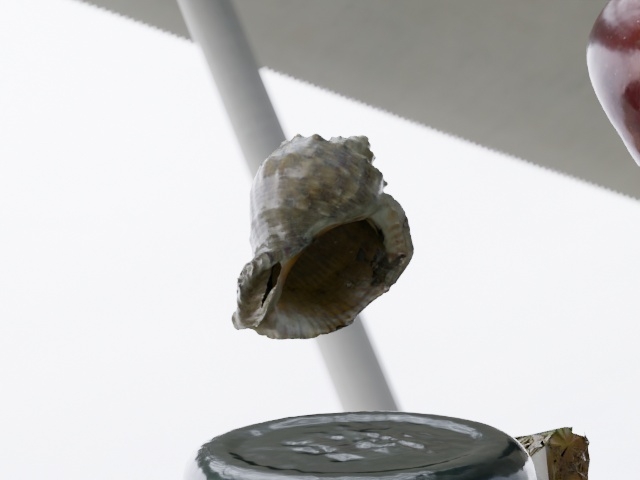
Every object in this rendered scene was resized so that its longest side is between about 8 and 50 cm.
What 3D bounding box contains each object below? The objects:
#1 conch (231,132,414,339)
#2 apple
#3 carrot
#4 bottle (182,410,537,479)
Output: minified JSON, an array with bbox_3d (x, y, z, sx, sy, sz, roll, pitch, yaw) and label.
[{"bbox_3d":[0.000,0.000,1.374,0.207,0.155,0.130,-61,-7,-15],"label":"conch"},{"bbox_3d":[0.364,-0.159,1.485,0.201,0.218,0.218,-26,-30,9],"label":"apple"},{"bbox_3d":[0.084,0.174,1.080,0.228,0.069,0.069,-19,-21,40],"label":"carrot"},{"bbox_3d":[0.017,0.247,0.645,0.144,0.336,0.144,0,6,0],"label":"bottle"}]
